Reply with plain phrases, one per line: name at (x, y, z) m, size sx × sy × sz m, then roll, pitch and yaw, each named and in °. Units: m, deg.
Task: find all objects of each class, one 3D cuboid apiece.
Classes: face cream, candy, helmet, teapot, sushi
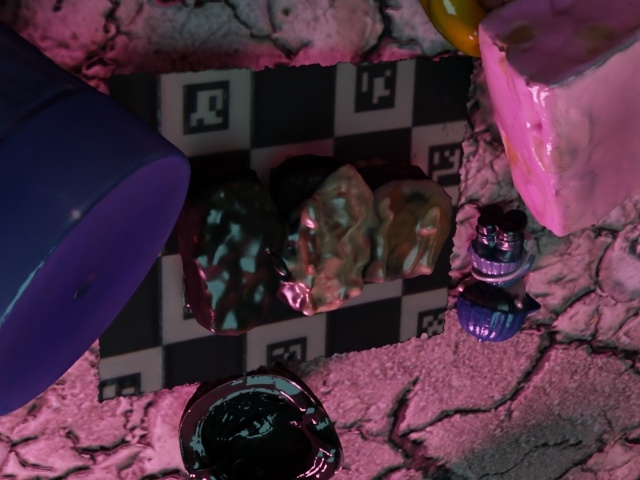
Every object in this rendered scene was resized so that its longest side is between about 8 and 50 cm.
face cream at (-0.258, -0.028, 1.031) m, size 0.249 × 0.225 × 0.249 m, roll -53°, pitch 170°, yaw -14°
candy at (0.238, -0.130, 1.238) m, size 0.155 × 0.116 × 0.265 m, roll -34°, pitch 150°, yaw -6°
helmet at (-0.067, 0.193, 1.443) m, size 0.153 × 0.107 × 0.177 m, roll -28°, pitch 114°, yaw 6°
teapot at (-0.161, -0.022, 1.241) m, size 0.108 × 0.149 × 0.111 m, roll -39°, pitch 172°, yaw -7°
sushi at (0.000, 0.000, 1.205) m, size 0.373 × 0.100 × 0.296 m, roll -7°, pitch 113°, yaw -30°

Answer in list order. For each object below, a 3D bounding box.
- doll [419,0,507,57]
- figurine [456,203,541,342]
doll at (0.145, -0.224, 1.204) m, size 0.113 × 0.071 × 0.135 m, roll -26°, pitch 129°, yaw -11°
figurine at (0.188, 0.039, 1.434) m, size 0.086 × 0.087 × 0.149 m, roll 12°, pitch 132°, yaw 16°
